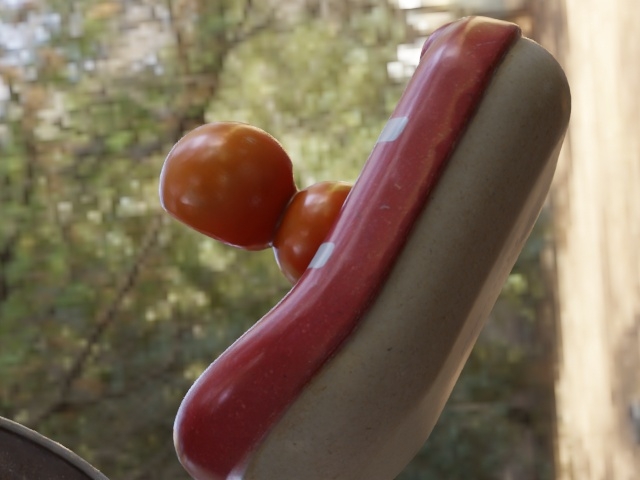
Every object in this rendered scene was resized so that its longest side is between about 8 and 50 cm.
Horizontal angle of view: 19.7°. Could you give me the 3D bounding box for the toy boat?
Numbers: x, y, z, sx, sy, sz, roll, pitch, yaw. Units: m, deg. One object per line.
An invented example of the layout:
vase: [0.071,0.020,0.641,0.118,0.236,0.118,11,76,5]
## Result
toy boat: [0.000,0.000,0.781,0.231,0.151,0.151,-61,-11,-20]

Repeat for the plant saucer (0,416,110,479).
plant saucer: [-0.192,0.203,0.715,0.050,0.311,0.310,96,176,-55]
